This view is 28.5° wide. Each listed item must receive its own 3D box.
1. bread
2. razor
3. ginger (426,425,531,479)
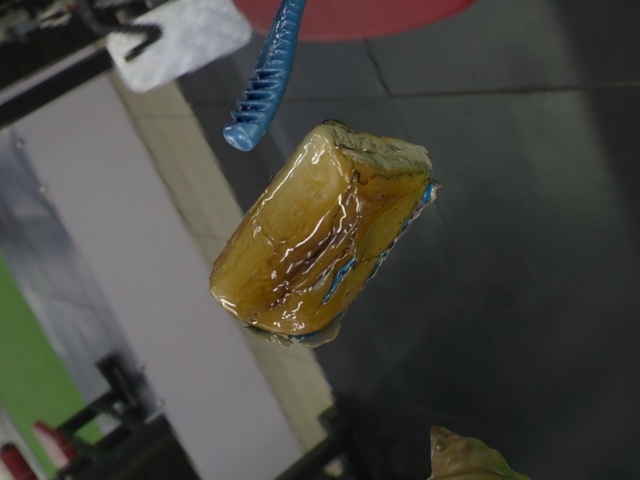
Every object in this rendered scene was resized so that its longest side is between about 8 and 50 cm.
[{"bbox_3d":[0.000,0.000,0.551,0.106,0.072,0.053,-54,42,29],"label":"bread"},{"bbox_3d":[-0.024,-0.189,1.102,0.082,0.253,0.042,5,153,40],"label":"razor"},{"bbox_3d":[0.100,0.223,0.639,0.267,0.152,0.138,56,179,26],"label":"ginger"}]
